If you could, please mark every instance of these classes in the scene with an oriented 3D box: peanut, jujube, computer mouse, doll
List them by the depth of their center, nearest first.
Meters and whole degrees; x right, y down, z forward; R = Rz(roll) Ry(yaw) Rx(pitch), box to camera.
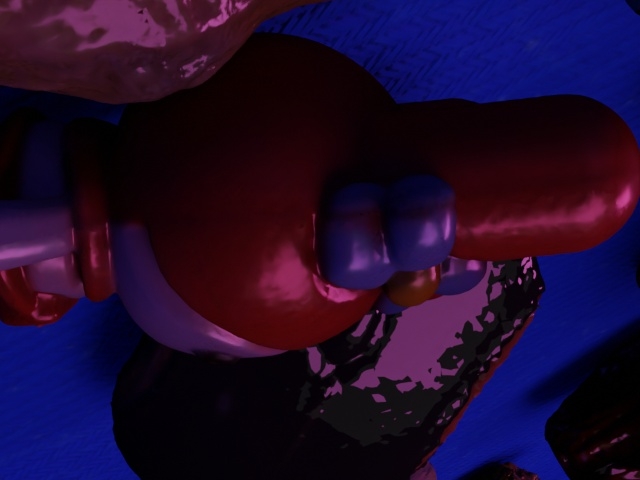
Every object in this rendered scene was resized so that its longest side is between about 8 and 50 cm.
[{"bbox_3d":[-0.051,-0.106,0.453,0.214,0.099,0.099,-27,155,-20],"label":"peanut"},{"bbox_3d":[-0.023,-0.018,0.523,0.290,0.130,0.161,-4,-173,4],"label":"doll"},{"bbox_3d":[-0.009,0.070,0.709,0.183,0.116,0.323,18,134,-12],"label":"computer mouse"},{"bbox_3d":[0.333,0.166,1.254,0.236,0.168,0.168,-25,154,-3],"label":"jujube"}]

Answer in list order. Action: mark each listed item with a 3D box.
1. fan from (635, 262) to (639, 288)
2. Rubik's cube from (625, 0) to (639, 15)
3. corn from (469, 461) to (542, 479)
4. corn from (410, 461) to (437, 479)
[{"bbox_3d":[0.329,0.006,1.090,0.155,0.039,0.082,-24,152,-22],"label":"fan"},{"bbox_3d":[0.266,-0.136,0.637,0.154,0.155,0.151,-11,149,-32],"label":"Rubik's cube"},{"bbox_3d":[0.125,0.345,1.425,0.293,0.106,0.106,-40,152,18],"label":"corn"},{"bbox_3d":[-0.052,0.238,1.022,0.305,0.123,0.122,-22,155,-13],"label":"corn"}]
